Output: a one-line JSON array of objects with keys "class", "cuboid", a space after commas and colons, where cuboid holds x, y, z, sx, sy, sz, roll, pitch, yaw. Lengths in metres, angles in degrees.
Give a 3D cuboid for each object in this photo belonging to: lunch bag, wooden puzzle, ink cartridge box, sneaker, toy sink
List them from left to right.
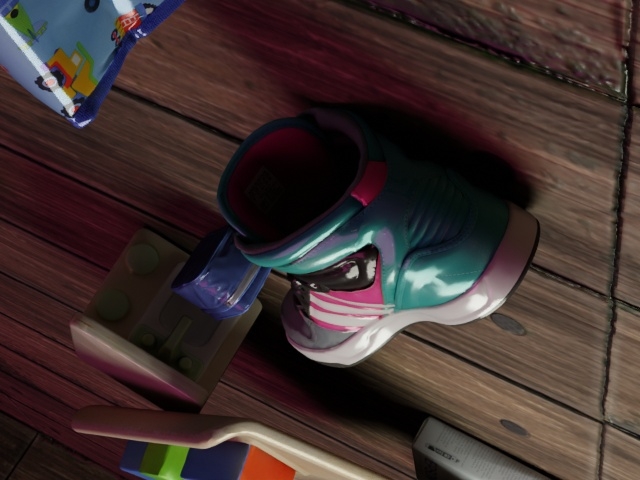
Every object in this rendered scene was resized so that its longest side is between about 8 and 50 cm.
[{"class": "lunch bag", "cuboid": [-0.241, -0.228, 0.812, 0.293, 0.138, 0.221, 31, 165, 30]}, {"class": "toy sink", "cuboid": [-0.157, 0.087, 1.411, 0.153, 0.131, 0.234, 31, 165, 1]}, {"class": "lunch bag", "cuboid": [-0.089, 0.035, 1.277, 0.065, 0.067, 0.098, 37, 161, -14]}, {"class": "wooden puzzle", "cuboid": [-0.051, 0.252, 1.430, 0.348, 0.080, 0.322, 23, 164, -31]}, {"class": "sneaker", "cuboid": [0.000, 0.000, 0.971, 0.178, 0.123, 0.295, 32, 153, -17]}, {"class": "ink cartridge box", "cuboid": [0.208, 0.289, 1.484, 0.224, 0.045, 0.223, 24, 159, 18]}]
